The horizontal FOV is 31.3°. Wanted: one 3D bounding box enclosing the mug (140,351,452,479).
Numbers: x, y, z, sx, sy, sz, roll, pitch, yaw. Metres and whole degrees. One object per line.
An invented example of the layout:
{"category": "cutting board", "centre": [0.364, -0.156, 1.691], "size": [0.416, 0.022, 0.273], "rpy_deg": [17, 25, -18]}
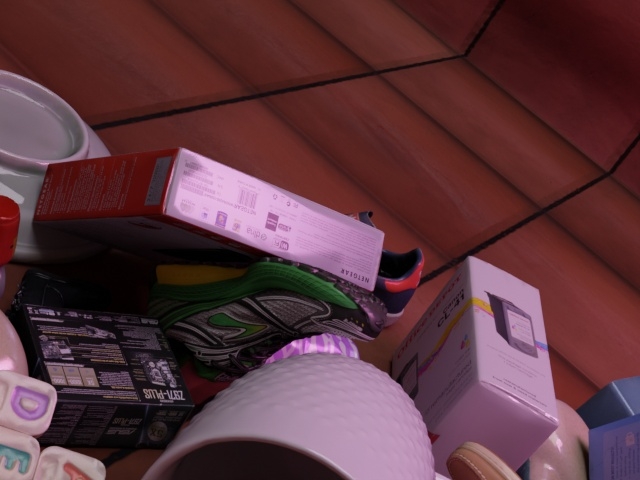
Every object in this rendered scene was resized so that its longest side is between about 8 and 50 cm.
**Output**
{"category": "mug", "centre": [0.029, 0.279, 1.190], "size": [0.374, 0.276, 0.328], "rpy_deg": [22, 19, 9]}

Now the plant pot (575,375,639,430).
{"category": "plant pot", "centre": [0.485, 0.345, 1.711], "size": [0.165, 0.165, 0.234], "rpy_deg": [0, 51, -46]}

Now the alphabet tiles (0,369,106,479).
{"category": "alphabet tiles", "centre": [-0.340, 0.239, 1.032], "size": [0.278, 0.021, 0.284], "rpy_deg": [23, 55, -19]}

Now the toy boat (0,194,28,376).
{"category": "toy boat", "centre": [-0.414, 0.083, 1.222], "size": [0.268, 0.148, 0.318], "rpy_deg": [27, 36, -2]}

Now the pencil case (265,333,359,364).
{"category": "pencil case", "centre": [-0.045, 0.153, 1.525], "size": [0.206, 0.086, 0.088], "rpy_deg": [13, 29, -34]}

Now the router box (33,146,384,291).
{"category": "router box", "centre": [-0.141, -0.017, 1.454], "size": [0.335, 0.082, 0.301], "rpy_deg": [21, -15, -39]}

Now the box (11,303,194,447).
{"category": "box", "centre": [-0.257, 0.157, 1.309], "size": [0.180, 0.077, 0.147], "rpy_deg": [9, 37, -38]}

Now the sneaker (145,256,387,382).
{"category": "sneaker", "centre": [-0.070, 0.105, 1.380], "size": [0.134, 0.344, 0.146], "rpy_deg": [26, 66, -50]}

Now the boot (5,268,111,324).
{"category": "boot", "centre": [-0.320, 0.084, 1.392], "size": [0.121, 0.045, 0.099], "rpy_deg": [18, 29, -13]}

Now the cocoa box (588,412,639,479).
{"category": "cocoa box", "centre": [0.493, 0.396, 1.426], "size": [0.228, 0.231, 0.347], "rpy_deg": [20, 59, -25]}

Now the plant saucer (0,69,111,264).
{"category": "plant saucer", "centre": [-0.433, -0.136, 1.561], "size": [0.401, 0.100, 0.400], "rpy_deg": [25, 29, -15]}

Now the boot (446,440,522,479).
{"category": "boot", "centre": [0.167, 0.377, 1.293], "size": [0.204, 0.095, 0.262], "rpy_deg": [-23, 73, -22]}

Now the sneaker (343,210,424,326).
{"category": "sneaker", "centre": [0.000, 0.000, 1.744], "size": [0.350, 0.148, 0.131], "rpy_deg": [22, 30, -20]}

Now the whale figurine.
{"category": "whale figurine", "centre": [0.312, 0.355, 1.566], "size": [0.216, 0.141, 0.272], "rpy_deg": [23, 49, -54]}

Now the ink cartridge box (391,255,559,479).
{"category": "ink cartridge box", "centre": [0.199, 0.200, 1.560], "size": [0.131, 0.226, 0.306], "rpy_deg": [28, 28, -12]}
